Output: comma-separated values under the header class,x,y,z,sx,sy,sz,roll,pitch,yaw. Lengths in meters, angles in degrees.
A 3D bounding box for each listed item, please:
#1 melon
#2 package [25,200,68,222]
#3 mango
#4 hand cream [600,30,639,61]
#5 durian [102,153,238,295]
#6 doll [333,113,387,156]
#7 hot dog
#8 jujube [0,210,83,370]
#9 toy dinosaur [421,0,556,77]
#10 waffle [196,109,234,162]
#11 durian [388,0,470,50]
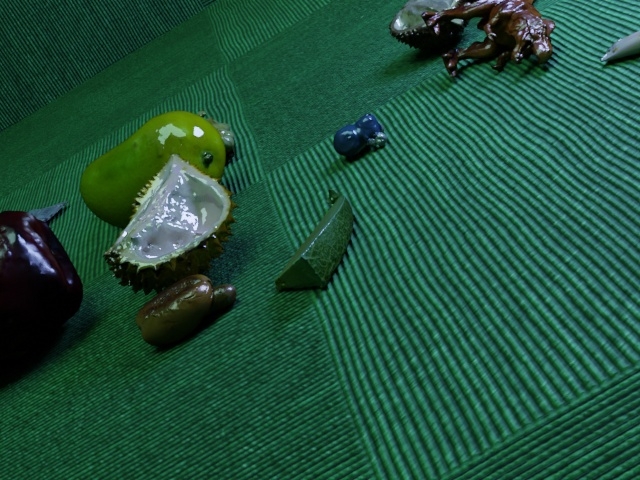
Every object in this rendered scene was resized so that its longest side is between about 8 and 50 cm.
class,x,y,z,sx,sy,sz,roll,pitch,yaw
melon,0.000,-0.001,1.489,0.114,0.053,0.261,-42,11,28
package,-0.648,-0.025,2.403,0.173,0.027,0.171,-12,32,42
mango,-0.283,-0.109,1.909,0.273,0.149,0.185,-33,65,15
hand cream,0.443,-0.273,1.477,0.143,0.039,0.061,-10,32,52
durian,-0.212,0.000,1.629,0.183,0.138,0.249,11,39,10
doll,0.060,-0.164,1.732,0.083,0.050,0.076,-29,17,12
hot dog,-0.182,0.091,1.493,0.140,0.060,0.090,-39,26,0
jujube,-0.549,0.098,1.737,0.377,0.258,0.258,-21,23,13
toy dinosaur,0.277,-0.359,1.804,0.208,0.097,0.432,-16,27,12
waffle,-0.300,-0.144,2.131,0.297,0.073,0.317,-34,22,-5
durian,0.211,-0.388,1.962,0.148,0.091,0.188,-47,27,-5
